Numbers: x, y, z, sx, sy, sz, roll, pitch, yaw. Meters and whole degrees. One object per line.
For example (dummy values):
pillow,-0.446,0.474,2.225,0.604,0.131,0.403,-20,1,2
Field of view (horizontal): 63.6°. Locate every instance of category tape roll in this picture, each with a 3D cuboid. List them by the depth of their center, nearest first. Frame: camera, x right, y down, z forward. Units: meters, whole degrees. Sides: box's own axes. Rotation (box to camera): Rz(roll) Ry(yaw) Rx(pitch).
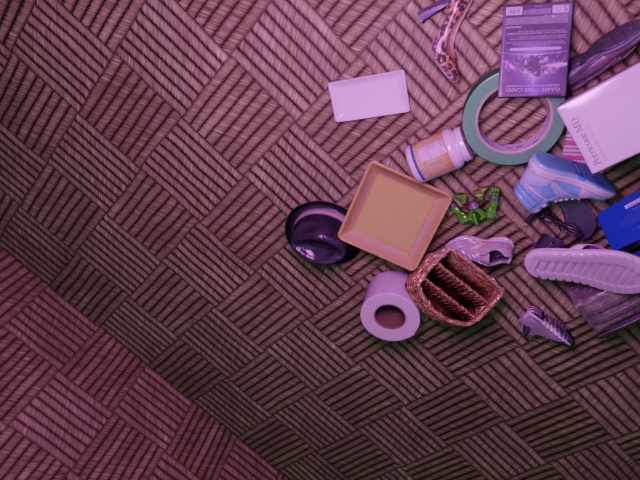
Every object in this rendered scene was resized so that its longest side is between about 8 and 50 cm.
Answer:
tape roll,0.634,-0.411,1.704,0.321,0.077,0.322,8,122,12
tape roll,0.299,0.272,2.152,0.246,0.169,0.246,7,122,11

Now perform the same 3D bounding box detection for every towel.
towel,0.887,-0.304,1.728,0.144,0.029,0.197,5,124,13

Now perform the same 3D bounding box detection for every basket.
basket,0.500,0.196,1.977,0.299,0.214,0.223,39,160,-9

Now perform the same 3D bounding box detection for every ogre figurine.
ogre figurine,0.560,-0.125,1.886,0.196,0.097,0.118,-15,104,11

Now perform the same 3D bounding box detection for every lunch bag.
lunch bag,1.095,0.237,1.912,0.235,0.169,0.287,-35,114,26

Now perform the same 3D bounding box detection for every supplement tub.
supplement tub,0.412,-0.299,1.793,0.199,0.144,0.144,-21,112,25

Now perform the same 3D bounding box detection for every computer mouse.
computer mouse,0.805,0.009,1.892,0.184,0.060,0.262,38,140,16

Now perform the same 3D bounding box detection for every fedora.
fedora,0.000,0.000,2.084,0.333,0.153,0.334,7,121,12

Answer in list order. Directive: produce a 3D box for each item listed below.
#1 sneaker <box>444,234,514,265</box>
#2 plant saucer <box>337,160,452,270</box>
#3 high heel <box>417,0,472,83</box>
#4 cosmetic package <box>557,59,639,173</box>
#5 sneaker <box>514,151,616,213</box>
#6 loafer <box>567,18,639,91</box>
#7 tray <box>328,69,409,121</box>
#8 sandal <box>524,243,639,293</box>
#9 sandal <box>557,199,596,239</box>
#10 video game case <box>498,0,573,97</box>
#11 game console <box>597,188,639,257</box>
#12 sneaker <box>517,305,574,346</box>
sneaker,0.598,0.046,1.961,0.262,0.121,0.099,-6,119,20
plant saucer,0.278,-0.097,1.961,0.332,0.081,0.333,24,111,2
high heel,0.435,-0.639,1.609,0.186,0.093,0.261,-20,104,32
cosmetic package,0.936,-0.399,1.441,0.453,0.161,0.230,-29,92,32
sneaker,0.807,-0.165,1.751,0.318,0.127,0.208,19,133,-7
loafer,0.855,-0.554,1.560,0.084,0.096,0.267,35,132,-30
tray,0.170,-0.505,1.806,0.270,0.030,0.145,-4,119,18
sandal,0.933,0.074,1.791,0.415,0.102,0.170,10,131,24
sandal,0.890,-0.120,1.827,0.097,0.054,0.255,-29,99,21
video game case,0.650,-0.575,1.568,0.195,0.026,0.275,3,98,14
game console,1.132,-0.043,1.712,0.173,0.250,0.293,0,154,-28
sneaker,0.904,0.371,2.101,0.228,0.086,0.132,39,128,3
